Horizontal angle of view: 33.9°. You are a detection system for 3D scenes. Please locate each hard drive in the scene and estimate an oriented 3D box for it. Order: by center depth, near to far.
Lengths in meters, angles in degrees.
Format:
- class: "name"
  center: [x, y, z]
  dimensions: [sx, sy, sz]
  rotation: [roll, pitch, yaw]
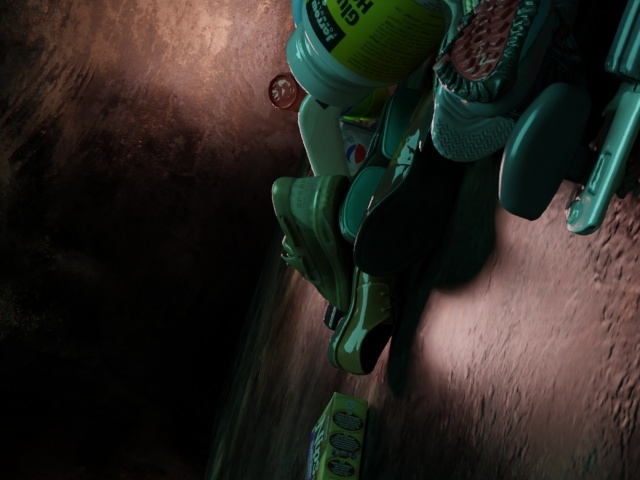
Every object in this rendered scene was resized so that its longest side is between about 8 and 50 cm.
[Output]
- class: "hard drive"
  center: [0.037, 0.086, 1.811]
  dimensions: [0.094, 0.022, 0.135]
  rotation: [-155, 82, -83]

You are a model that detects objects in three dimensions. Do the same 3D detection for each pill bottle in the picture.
- class: "pill bottle"
  center: [0.093, -0.324, 1.391]
  dimensions: [0.334, 0.188, 0.188]
  rotation: [-42, 29, 48]

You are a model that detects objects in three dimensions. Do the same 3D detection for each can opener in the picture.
- class: "can opener"
  center: [0.214, -0.134, 0.726]
  dimensions: [0.074, 0.093, 0.280]
  rotation: [-103, 36, -77]

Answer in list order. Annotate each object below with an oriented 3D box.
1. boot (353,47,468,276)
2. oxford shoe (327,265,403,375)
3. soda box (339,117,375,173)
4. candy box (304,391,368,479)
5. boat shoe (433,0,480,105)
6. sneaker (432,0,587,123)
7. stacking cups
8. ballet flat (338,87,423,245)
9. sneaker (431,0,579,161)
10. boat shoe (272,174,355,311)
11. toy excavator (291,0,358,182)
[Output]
- class: "boot"
  center: [0.118, -0.115, 1.368]
  dimensions: [0.280, 0.096, 0.264]
  rotation: [-86, 14, -64]
- class: "oxford shoe"
  center: [0.082, 0.079, 1.385]
  dimensions: [0.076, 0.076, 0.212]
  rotation: [17, 89, 54]
- class: "soda box"
  center: [0.054, -0.180, 2.024]
  dimensions: [0.286, 0.091, 0.098]
  rotation: [-114, 43, -79]
- class: "candy box"
  center: [0.014, 0.305, 1.362]
  dimensions: [0.109, 0.053, 0.187]
  rotation: [114, 168, -47]
- class: "boat shoe"
  center: [0.187, -0.215, 1.172]
  dimensions: [0.095, 0.095, 0.258]
  rotation: [-5, 77, 36]
- class: "sneaker"
  center: [0.177, -0.145, 0.857]
  dimensions: [0.104, 0.125, 0.262]
  rotation: [-38, 9, 27]
- class: "stacking cups"
  center: [0.021, -0.263, 1.870]
  dimensions: [0.316, 0.096, 0.096]
  rotation: [-10, -58, -62]
- class: "ballet flat"
  center: [0.100, -0.092, 1.520]
  dimensions: [0.096, 0.095, 0.280]
  rotation: [99, -166, -62]
- class: "sneaker"
  center: [0.188, -0.212, 1.059]
  dimensions: [0.153, 0.101, 0.269]
  rotation: [-91, 25, -70]
- class: "boat shoe"
  center: [0.000, 0.000, 1.619]
  dimensions: [0.341, 0.110, 0.122]
  rotation: [77, -156, -57]
- class: "toy excavator"
  center: [0.053, -0.305, 1.659]
  dimensions: [0.445, 0.433, 0.222]
  rotation: [-41, 18, 16]
